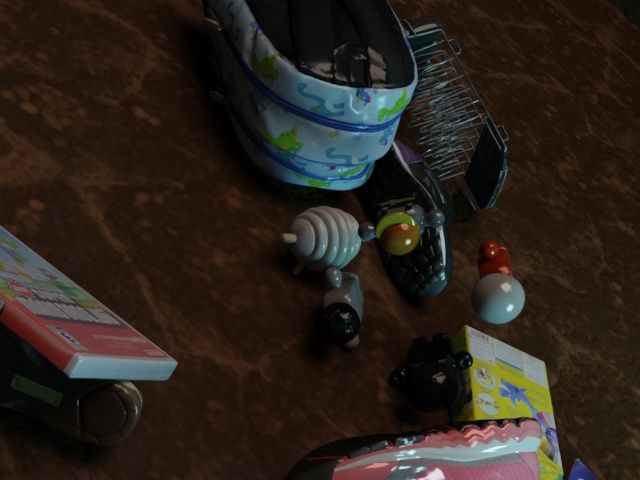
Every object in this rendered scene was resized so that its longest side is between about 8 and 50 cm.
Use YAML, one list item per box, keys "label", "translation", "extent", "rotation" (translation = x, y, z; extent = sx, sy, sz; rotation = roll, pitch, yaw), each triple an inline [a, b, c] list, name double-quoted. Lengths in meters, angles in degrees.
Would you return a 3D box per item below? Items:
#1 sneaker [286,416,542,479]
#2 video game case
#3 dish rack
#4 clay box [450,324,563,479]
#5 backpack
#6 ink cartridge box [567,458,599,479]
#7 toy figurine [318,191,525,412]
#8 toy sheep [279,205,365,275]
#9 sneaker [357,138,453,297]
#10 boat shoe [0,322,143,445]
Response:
- label: "sneaker"
  translation: [0.115, 0.267, 1.474]
  extent: [0.314, 0.116, 0.136]
  rotation: [-3, 83, -29]
- label: "video game case"
  translation: [-0.285, 0.042, 1.322]
  extent: [0.285, 0.025, 0.204]
  rotation: [35, 5, 19]
- label: "dish rack"
  translation: [0.181, -0.174, 2.018]
  extent: [0.074, 0.208, 0.271]
  rotation: [-20, 68, -13]
- label: "clay box"
  translation: [0.221, 0.215, 1.690]
  extent: [0.127, 0.053, 0.222]
  rotation: [25, 36, -18]
- label: "backpack"
  translation: [-0.008, -0.234, 1.868]
  extent: [0.290, 0.273, 0.355]
  rotation: [10, 20, -26]
- label: "ink cartridge box"
  translation: [0.354, 0.376, 1.582]
  extent: [0.224, 0.045, 0.223]
  rotation: [49, 32, -5]
- label: "toy figurine"
  translation: [0.112, 0.068, 1.620]
  extent: [0.210, 0.213, 0.148]
  rotation: [34, 19, -7]
- label: "toy sheep"
  translation: [0.000, 0.000, 1.714]
  extent: [0.132, 0.091, 0.091]
  rotation: [-6, 52, -47]
- label: "sneaker"
  translation: [0.143, -0.034, 1.883]
  extent: [0.124, 0.107, 0.283]
  rotation: [20, 36, -36]
- label: "boat shoe"
  translation: [-0.288, 0.110, 1.321]
  extent: [0.257, 0.095, 0.095]
  rotation: [32, 9, -6]
